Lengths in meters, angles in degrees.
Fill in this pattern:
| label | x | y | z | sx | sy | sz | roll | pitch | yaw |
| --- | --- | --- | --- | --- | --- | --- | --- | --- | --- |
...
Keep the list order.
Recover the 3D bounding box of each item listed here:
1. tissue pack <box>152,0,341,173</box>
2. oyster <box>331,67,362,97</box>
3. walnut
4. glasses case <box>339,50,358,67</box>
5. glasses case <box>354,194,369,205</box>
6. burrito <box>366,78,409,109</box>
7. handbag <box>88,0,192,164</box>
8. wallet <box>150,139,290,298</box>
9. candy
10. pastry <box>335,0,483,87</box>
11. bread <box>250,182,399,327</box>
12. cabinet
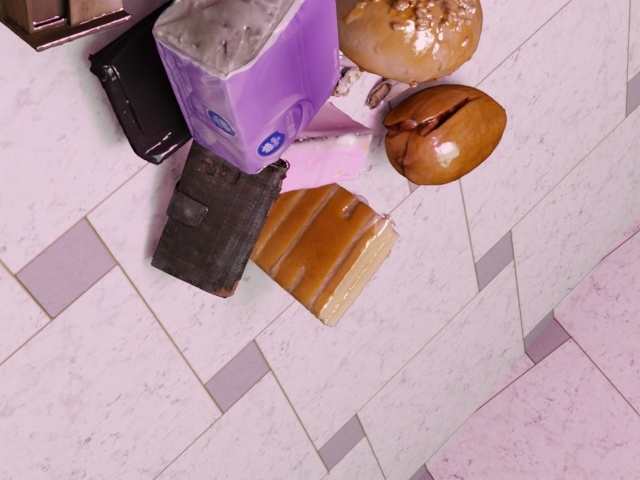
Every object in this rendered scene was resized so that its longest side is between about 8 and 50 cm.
| label | x | y | z | sx | sy | sz | roll | pitch | yaw |
| --- | --- | --- | --- | --- | --- | --- | --- | --- | --- |
| tissue pack | -0.091 | -0.270 | 1.504 | 0.242 | 0.160 | 0.338 | -53 | 167 | -13 |
| oyster | 0.049 | -0.307 | 1.997 | 0.083 | 0.019 | 0.054 | -51 | 150 | -6 |
| walnut | 0.273 | -0.233 | 2.187 | 0.336 | 0.209 | 0.208 | -24 | 138 | -35 |
| glasses case | 0.084 | -0.365 | 1.895 | 0.297 | 0.113 | 0.075 | -16 | 131 | -43 |
| glasses case | 0.072 | -0.019 | 2.281 | 0.074 | 0.049 | 0.193 | -33 | 143 | -27 |
| burrito | 0.155 | -0.317 | 2.098 | 0.149 | 0.041 | 0.055 | -36 | 158 | -24 |
| handbag | -0.234 | -0.267 | 1.631 | 0.247 | 0.080 | 0.223 | -43 | 140 | -22 |
| wallet | -0.181 | -0.041 | 1.799 | 0.044 | 0.169 | 0.317 | -72 | -173 | -52 |
| candy | -0.044 | -0.177 | 1.881 | 0.265 | 0.155 | 0.115 | -13 | 130 | -45 |
| pastry | 0.155 | -0.414 | 1.770 | 0.316 | 0.284 | 0.184 | -25 | 164 | -38 |
| bread | 0.000 | 0.000 | 2.041 | 0.246 | 0.239 | 0.111 | -52 | 154 | 3 |
| cabinet | -0.343 | -0.367 | 1.257 | 0.148 | 0.215 | 0.174 | -28 | 141 | -33 |
